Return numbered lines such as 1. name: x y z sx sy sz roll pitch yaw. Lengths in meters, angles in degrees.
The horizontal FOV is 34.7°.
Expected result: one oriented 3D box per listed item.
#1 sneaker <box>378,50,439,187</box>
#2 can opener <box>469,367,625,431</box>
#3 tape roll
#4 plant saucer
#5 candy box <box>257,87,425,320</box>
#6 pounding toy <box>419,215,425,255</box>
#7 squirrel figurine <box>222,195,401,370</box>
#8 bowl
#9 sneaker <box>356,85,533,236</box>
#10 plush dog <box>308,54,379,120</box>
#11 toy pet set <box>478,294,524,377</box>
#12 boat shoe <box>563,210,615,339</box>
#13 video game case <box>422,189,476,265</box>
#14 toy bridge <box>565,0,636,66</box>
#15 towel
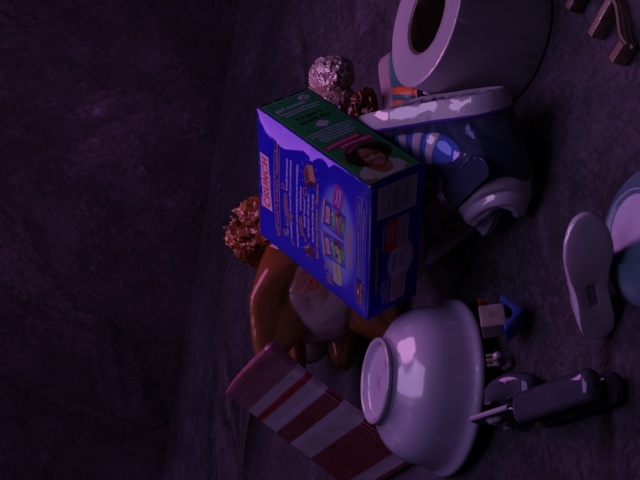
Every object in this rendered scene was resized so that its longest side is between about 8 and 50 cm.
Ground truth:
1. sneaker: 0.189 -0.248 1.892 0.121 0.108 0.302 -35 56 41
2. can opener: 0.304 0.208 1.420 0.283 0.076 0.095 140 135 -58
3. tape roll: 0.247 -0.355 1.709 0.246 0.169 0.246 -169 90 -69
4. plant saucer: 0.411 -0.013 1.306 0.195 0.038 0.194 -168 90 -69
5. candy box: 0.026 -0.066 1.723 0.317 0.122 0.268 37 140 40
6. pounding toy: 0.100 -0.035 1.844 0.154 0.155 0.269 78 178 -47
7. squirrel figurine: -0.034 0.083 2.084 0.370 0.281 0.396 110 143 -79
8. bowl: 0.149 0.236 1.683 0.298 0.134 0.297 -174 90 -75
9. sneaker: 0.200 -0.114 1.656 0.323 0.130 0.236 -2 107 50
10. plush dog: 0.062 -0.205 2.010 0.210 0.262 0.225 -48 42 -14
11. toy pet set: 0.280 0.132 1.575 0.114 0.065 0.122 70 -166 -52
12. boat shoe: 0.349 0.039 1.340 0.063 0.066 0.184 -107 -3 -64
13. video game case: 0.227 -0.040 1.823 0.166 0.015 0.119 134 141 -56
14. toy bridge: 0.410 -0.320 1.472 0.188 0.026 0.063 -107 36 -51
15. towel: -0.004 0.326 1.871 0.037 0.329 0.237 -54 3 -35
